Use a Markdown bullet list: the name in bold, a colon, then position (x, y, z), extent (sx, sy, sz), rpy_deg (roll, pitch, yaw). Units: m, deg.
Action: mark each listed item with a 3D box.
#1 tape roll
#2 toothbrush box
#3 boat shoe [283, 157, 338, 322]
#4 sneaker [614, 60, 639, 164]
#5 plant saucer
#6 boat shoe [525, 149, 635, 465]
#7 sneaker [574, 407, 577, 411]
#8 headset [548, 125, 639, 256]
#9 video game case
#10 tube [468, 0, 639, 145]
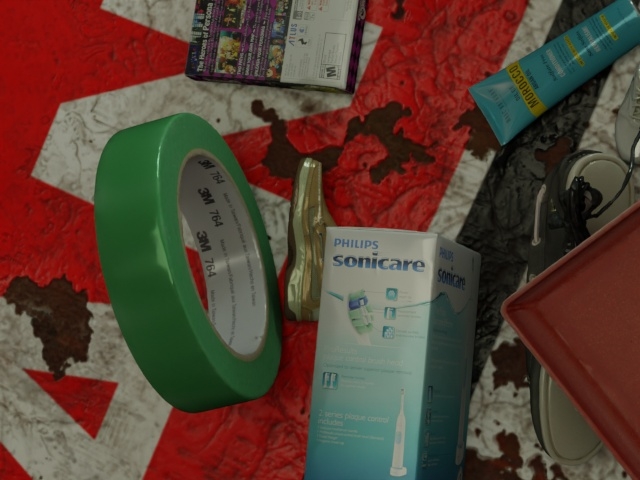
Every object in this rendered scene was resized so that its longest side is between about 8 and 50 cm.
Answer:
- **tape roll**: position (-0.136, 0.024, 1.563), extent (0.077, 0.321, 0.321), rpy_deg (-14, 80, 16)
- **toothbrush box**: position (0.081, 0.143, 1.532), extent (0.126, 0.216, 0.295), rpy_deg (5, 86, 19)
- **boat shoe**: position (0.000, 0.000, 1.663), extent (0.072, 0.068, 0.190), rpy_deg (3, 95, 7)
- **sneaker**: position (0.352, -0.157, 1.555), extent (0.054, 0.061, 0.152), rpy_deg (16, 91, 18)
- **plant saucer**: position (0.348, 0.086, 1.358), extent (0.259, 0.048, 0.258), rpy_deg (-39, 87, 21)
- **boat shoe**: position (0.276, 0.070, 1.551), extent (0.112, 0.095, 0.335), rpy_deg (6, 89, -16)
- **sneaker**: position (0.404, 0.215, 1.461), extent (0.321, 0.126, 0.127), rpy_deg (40, 117, 5)
- **headset**: position (0.412, -0.106, 1.452), extent (0.394, 0.185, 0.243), rpy_deg (-25, 50, -13)
- **video game case**: position (-0.045, -0.297, 1.716), extent (0.210, 0.042, 0.232), rpy_deg (7, 86, 19)
- **tube**: position (0.268, -0.194, 1.599), extent (0.207, 0.052, 0.080), rpy_deg (-34, 65, 19)
